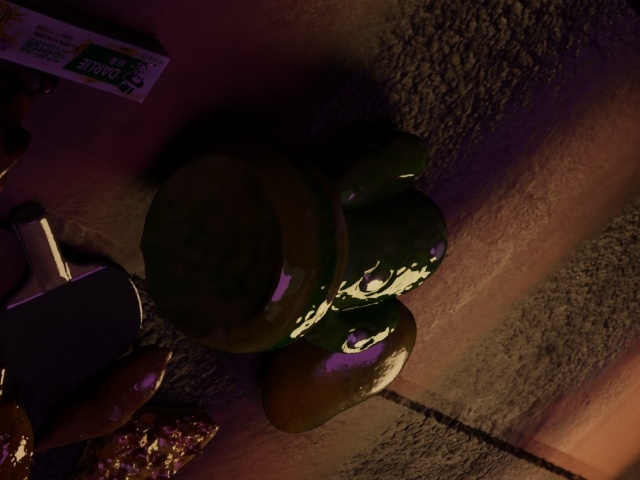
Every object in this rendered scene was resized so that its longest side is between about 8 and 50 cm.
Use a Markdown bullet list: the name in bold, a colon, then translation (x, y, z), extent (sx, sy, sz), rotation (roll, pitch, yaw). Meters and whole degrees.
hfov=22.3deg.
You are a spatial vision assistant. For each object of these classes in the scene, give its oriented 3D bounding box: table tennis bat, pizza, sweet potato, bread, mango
- **table tennis bat**: translation (-0.235, 0.053, 1.462), extent (0.138, 0.022, 0.246), rotation (-25, 143, -11)
- **pizza**: translation (-0.192, 0.220, 1.656), extent (0.175, 0.046, 0.134), rotation (-35, 143, 3)
- **sweet potato**: translation (-0.215, 0.163, 1.577), extent (0.195, 0.056, 0.056), rotation (-37, 143, 15)
- **bread**: translation (-0.333, 0.246, 1.552), extent (0.124, 0.084, 0.344), rotation (-8, 136, -30)
- **mango**: translation (0.015, 0.127, 1.672), extent (0.191, 0.085, 0.122), rotation (-39, 146, 6)

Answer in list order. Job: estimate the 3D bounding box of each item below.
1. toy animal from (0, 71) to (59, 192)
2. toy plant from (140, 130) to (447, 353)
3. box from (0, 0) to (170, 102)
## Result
- **toy animal**: translation (-0.323, -0.040, 1.184), extent (0.312, 0.157, 0.097), rotation (-25, 143, -9)
- **toy plant**: translation (0.000, 0.000, 1.478), extent (0.316, 0.184, 0.224), rotation (2, 111, -54)
- **box**: translation (-0.208, -0.155, 1.234), extent (0.207, 0.041, 0.050), rotation (15, 119, -45)
